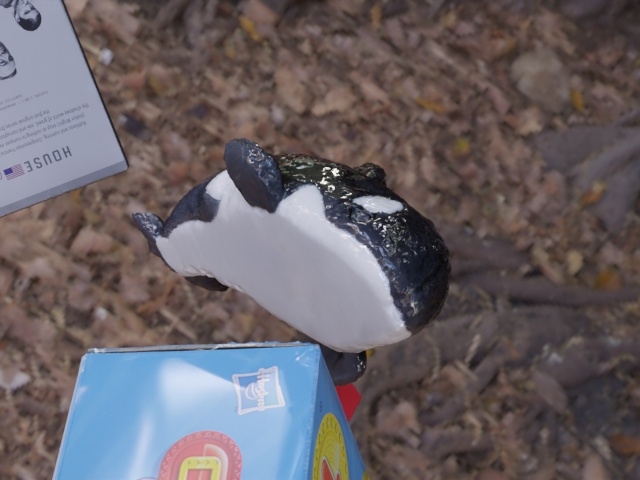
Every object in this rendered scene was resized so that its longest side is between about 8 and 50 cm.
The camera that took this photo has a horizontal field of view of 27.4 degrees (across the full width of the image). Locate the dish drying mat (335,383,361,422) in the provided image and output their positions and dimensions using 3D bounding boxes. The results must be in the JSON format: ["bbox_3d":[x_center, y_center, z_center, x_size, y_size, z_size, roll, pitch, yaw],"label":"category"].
[{"bbox_3d":[0.006,0.106,0.929,0.008,0.032,0.083,17,-21,31],"label":"dish drying mat"}]

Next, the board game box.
[{"bbox_3d":[-0.024,0.244,0.461,0.086,0.302,0.308,-3,52,13],"label":"board game box"}]

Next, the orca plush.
[{"bbox_3d":[0.000,0.000,0.771,0.102,0.287,0.151,-32,95,-25],"label":"orca plush"}]

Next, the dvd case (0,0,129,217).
[{"bbox_3d":[-0.269,-0.130,0.983,0.029,0.179,0.238,-120,-170,-64],"label":"dvd case"}]
